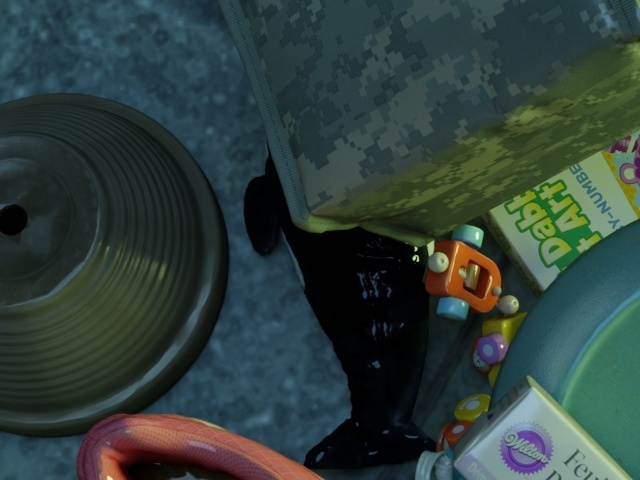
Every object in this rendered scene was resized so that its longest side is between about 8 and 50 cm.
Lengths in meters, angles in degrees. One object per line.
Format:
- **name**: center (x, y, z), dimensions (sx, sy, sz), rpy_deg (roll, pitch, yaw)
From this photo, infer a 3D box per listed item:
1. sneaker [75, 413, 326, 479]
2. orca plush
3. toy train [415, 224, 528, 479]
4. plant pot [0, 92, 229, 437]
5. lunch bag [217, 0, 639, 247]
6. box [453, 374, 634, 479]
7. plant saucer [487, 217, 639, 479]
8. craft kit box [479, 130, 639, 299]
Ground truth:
- **sneaker**: center (0.007, 0.181, 0.788), dimensions (0.313, 0.136, 0.116), rpy_deg (29, 78, 16)
- **orca plush**: center (0.000, 0.000, 1.065), dimensions (0.151, 0.102, 0.287), rpy_deg (2, 85, 25)
- **toy train**: center (0.085, 0.080, 1.045), dimensions (0.046, 0.125, 0.166), rpy_deg (-1, 74, 43)
- **plant pot**: center (-0.184, 0.003, 1.100), dimensions (0.237, 0.110, 0.237), rpy_deg (-2, 72, 6)
- **lunch bag**: center (0.066, -0.172, 0.961), dimensions (0.235, 0.169, 0.287), rpy_deg (-29, 70, 29)
- **box**: center (0.207, 0.211, 0.934), dimensions (0.063, 0.067, 0.324), rpy_deg (-45, 89, 4)
- **plant saucer**: center (0.255, 0.131, 0.983), dimensions (0.317, 0.044, 0.318), rpy_deg (0, 92, 3)
- **craft kit box**: center (0.255, -0.010, 1.075), dimensions (0.246, 0.061, 0.250), rpy_deg (-34, 71, -1)
